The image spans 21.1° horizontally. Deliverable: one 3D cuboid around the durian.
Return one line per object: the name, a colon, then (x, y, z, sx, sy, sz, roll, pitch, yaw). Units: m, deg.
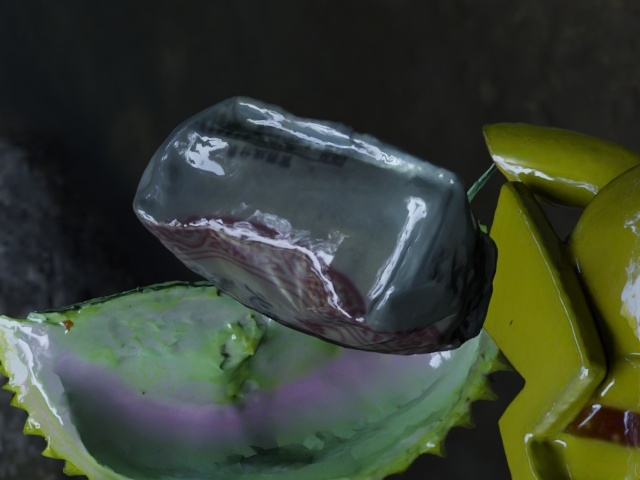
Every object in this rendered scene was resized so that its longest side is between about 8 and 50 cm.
durian: (-0.027, 0.082, 1.138, 0.169, 0.355, 0.157, 83, 168, -50)

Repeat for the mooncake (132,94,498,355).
mooncake: (0.000, 0.000, 0.673, 0.073, 0.130, 0.125, -66, -18, -7)

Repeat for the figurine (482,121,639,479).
figurine: (0.178, 0.070, 0.878, 0.218, 0.169, 0.327, 0, 78, 48)
